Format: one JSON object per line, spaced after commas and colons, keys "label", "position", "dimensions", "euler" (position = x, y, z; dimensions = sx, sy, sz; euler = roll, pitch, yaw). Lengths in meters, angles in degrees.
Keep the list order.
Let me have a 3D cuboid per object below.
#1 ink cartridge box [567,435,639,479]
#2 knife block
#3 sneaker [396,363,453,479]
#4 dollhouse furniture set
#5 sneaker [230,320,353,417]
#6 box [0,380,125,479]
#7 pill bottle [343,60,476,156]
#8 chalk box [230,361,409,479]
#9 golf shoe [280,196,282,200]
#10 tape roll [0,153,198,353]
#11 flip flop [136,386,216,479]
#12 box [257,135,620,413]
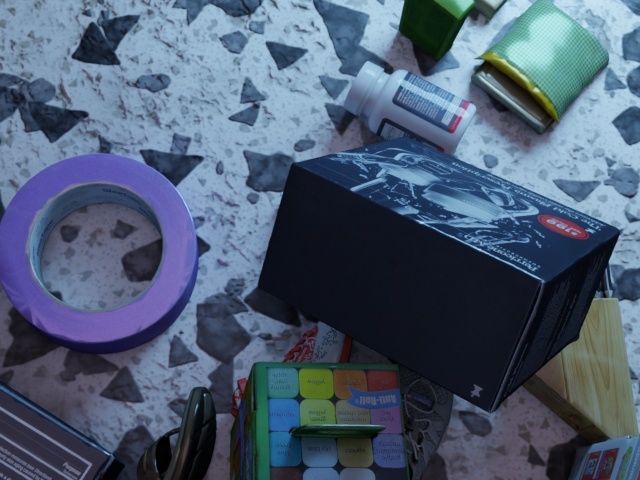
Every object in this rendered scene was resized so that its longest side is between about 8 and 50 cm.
{"label": "ink cartridge box", "position": [0.378, 0.418, 1.302], "dimensions": [0.130, 0.272, 0.309], "euler": [22, 74, 2]}
{"label": "knife block", "position": [0.393, 0.134, 1.481], "dimensions": [0.276, 0.088, 0.242], "euler": [40, 76, 8]}
{"label": "sneaker", "position": [0.121, 0.275, 1.403], "dimensions": [0.105, 0.115, 0.281], "euler": [19, 73, 1]}
{"label": "dollhouse furniture set", "position": [0.299, -0.334, 1.577], "dimensions": [0.301, 0.151, 0.197], "euler": [39, 75, 7]}
{"label": "sneaker", "position": [-0.041, 0.186, 1.430], "dimensions": [0.145, 0.090, 0.270], "euler": [13, 76, -3]}
{"label": "box", "position": [-0.454, 0.329, 1.306], "dimensions": [0.296, 0.183, 0.294], "euler": [32, 75, 3]}
{"label": "pill bottle", "position": [0.132, -0.195, 1.546], "dimensions": [0.180, 0.108, 0.108], "euler": [28, 74, 4]}
{"label": "chalk box", "position": [-0.003, 0.253, 1.210], "dimensions": [0.180, 0.289, 0.179], "euler": [4, 57, -12]}
{"label": "golf shoe", "position": [0.000, 0.000, 1.513], "dimensions": [0.086, 0.069, 0.176], "euler": [-3, 59, -42]}
{"label": "tape roll", "position": [-0.312, 0.019, 1.458], "dimensions": [0.275, 0.090, 0.274], "euler": [1, 73, -4]}
{"label": "flip flop", "position": [-0.211, 0.325, 1.378], "dimensions": [0.080, 0.112, 0.277], "euler": [16, 78, 15]}
{"label": "box", "position": [0.158, 0.022, 1.314], "dimensions": [0.343, 0.312, 0.178], "euler": [26, 114, 23]}
